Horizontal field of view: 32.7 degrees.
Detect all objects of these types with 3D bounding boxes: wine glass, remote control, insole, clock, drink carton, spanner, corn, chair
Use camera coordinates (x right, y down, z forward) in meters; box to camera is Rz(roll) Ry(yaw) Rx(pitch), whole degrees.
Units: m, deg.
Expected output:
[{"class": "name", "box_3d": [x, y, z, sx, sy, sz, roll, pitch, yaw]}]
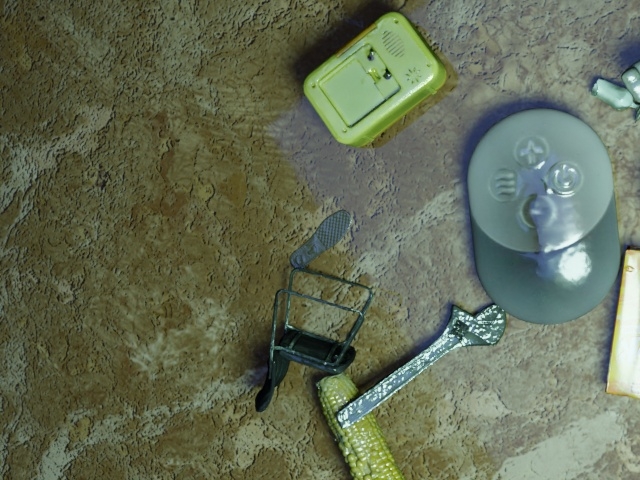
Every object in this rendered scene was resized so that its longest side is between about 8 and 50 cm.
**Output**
[{"class": "wine glass", "box_3d": [0.452, -0.214, 1.655, 0.083, 0.042, 0.039, 30, 63, 17]}, {"class": "remote control", "box_3d": [0.339, -0.037, 1.664, 0.221, 0.103, 0.332, -6, 92, 20]}, {"class": "insole", "box_3d": [0.000, 0.000, 1.828, 0.135, 0.002, 0.045, -41, 80, 16]}, {"class": "clock", "box_3d": [0.087, -0.255, 1.740, 0.202, 0.096, 0.143, -36, 79, 15]}, {"class": "drink carton", "box_3d": [0.491, 0.125, 1.639, 0.096, 0.071, 0.223, 8, 96, 17]}, {"class": "spanner", "box_3d": [0.160, 0.198, 1.739, 0.325, 0.026, 0.093, -37, 84, 2]}, {"class": "corn", "box_3d": [0.074, 0.350, 1.777, 0.086, 0.086, 0.288, -28, 83, 17]}, {"class": "chair", "box_3d": [-0.016, 0.178, 1.773, 0.145, 0.140, 0.221, 17, 105, 6]}]

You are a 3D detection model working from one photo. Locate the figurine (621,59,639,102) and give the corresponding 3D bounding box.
[{"class": "figurine", "box_3d": [0.615, -0.234, 1.527, 0.342, 0.167, 0.285, 14, 89, 38]}]
